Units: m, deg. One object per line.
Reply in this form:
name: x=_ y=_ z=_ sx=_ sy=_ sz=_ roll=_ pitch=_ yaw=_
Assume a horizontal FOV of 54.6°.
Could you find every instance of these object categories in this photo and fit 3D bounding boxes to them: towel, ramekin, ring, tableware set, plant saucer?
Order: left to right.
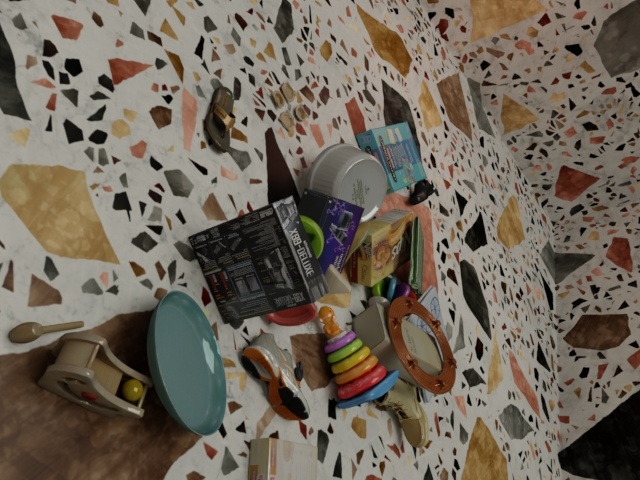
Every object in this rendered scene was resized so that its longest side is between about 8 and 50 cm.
plant saucer: x=-0.290 y=0.265 z=1.338 sx=0.317 sy=0.044 sz=0.317 roll=-18 pitch=90 yaw=-79
tableware set: x=-0.103 y=-0.441 z=2.032 sx=0.141 sy=0.020 sz=0.168 roll=61 pitch=35 yaw=-15
ramekin: x=0.095 y=-0.169 z=1.979 sx=0.273 sy=0.127 sz=0.273 roll=-16 pitch=116 yaw=-37
towel: x=0.351 y=0.069 z=2.263 sx=0.325 sy=0.038 sz=0.248 roll=45 pitch=49 yaw=-72
ring: x=0.335 y=0.327 z=1.984 sx=0.336 sy=0.032 sz=0.336 roll=35 pitch=36 yaw=-30

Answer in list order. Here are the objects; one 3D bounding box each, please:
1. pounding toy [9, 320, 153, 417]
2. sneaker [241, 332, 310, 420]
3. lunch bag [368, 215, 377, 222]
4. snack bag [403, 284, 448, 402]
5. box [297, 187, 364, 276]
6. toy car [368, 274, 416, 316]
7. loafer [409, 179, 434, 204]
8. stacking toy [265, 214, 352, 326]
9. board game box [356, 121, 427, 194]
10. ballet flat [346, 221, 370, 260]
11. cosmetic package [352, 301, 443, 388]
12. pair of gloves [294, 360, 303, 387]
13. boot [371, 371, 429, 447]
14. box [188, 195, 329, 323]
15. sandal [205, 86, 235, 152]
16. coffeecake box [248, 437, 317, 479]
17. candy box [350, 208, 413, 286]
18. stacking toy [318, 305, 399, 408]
pounding toy: x=-0.424 y=0.214 z=1.162 sx=0.269 sy=0.154 sz=0.155 roll=43 pitch=44 yaw=-36
sneaker: x=-0.094 y=0.350 z=1.615 sx=0.262 sy=0.099 sz=0.121 roll=60 pitch=31 yaw=-18
lunch bag: x=0.194 y=-0.038 z=2.230 sx=0.071 sy=0.053 sz=0.083 roll=53 pitch=50 yaw=-25
snack bag: x=0.407 y=0.381 z=2.324 sx=0.323 sy=0.037 sz=0.342 roll=-37 pitch=115 yaw=-55
box: x=0.000 y=0.000 z=1.792 sx=0.184 sy=0.103 sz=0.261 roll=13 pitch=98 yaw=-49
toy car: x=0.255 y=0.196 z=2.130 sx=0.182 sy=0.136 sz=0.159 roll=49 pitch=41 yaw=-30
loafer: x=0.417 y=-0.204 z=2.603 sx=0.078 sy=0.076 sz=0.223 roll=62 pitch=30 yaw=-5
stacking toy: x=-0.075 y=0.053 z=1.630 sx=0.309 sy=0.279 sz=0.130 roll=58 pitch=25 yaw=-16
board game box: x=0.290 y=-0.330 z=2.475 sx=0.336 sy=0.079 sz=0.253 roll=-25 pitch=95 yaw=-55
ballet flat: x=0.069 y=0.024 z=1.925 sx=0.073 sy=0.080 sz=0.232 roll=37 pitch=83 yaw=-22
cosmetic package: x=0.257 y=0.345 z=2.016 sx=0.309 sy=0.113 sz=0.160 roll=33 pitch=30 yaw=-34
pair of gloves: x=-0.074 y=0.362 z=1.706 sx=0.083 sy=0.010 sz=0.074 roll=32 pitch=50 yaw=-44
boot: x=0.248 y=0.537 z=1.992 sx=0.203 sy=0.095 sz=0.262 roll=18 pitch=54 yaw=-51
box: x=-0.153 y=0.055 z=1.477 sx=0.076 sy=0.307 sz=0.242 roll=-28 pitch=98 yaw=-52
sandal: x=-0.265 y=-0.346 z=1.726 sx=0.090 sy=0.060 sz=0.219 roll=37 pitch=47 yaw=-40
coffeecake box: x=-0.090 y=0.574 z=1.534 sx=0.185 sy=0.068 sz=0.142 roll=30 pitch=52 yaw=-44
candy box: x=0.215 y=0.018 z=2.126 sx=0.316 sy=0.087 sz=0.183 roll=-28 pitch=123 yaw=-53
stacking toy: x=0.074 y=0.329 z=1.828 sx=0.175 sy=0.166 sz=0.302 roll=-27 pitch=86 yaw=-44
